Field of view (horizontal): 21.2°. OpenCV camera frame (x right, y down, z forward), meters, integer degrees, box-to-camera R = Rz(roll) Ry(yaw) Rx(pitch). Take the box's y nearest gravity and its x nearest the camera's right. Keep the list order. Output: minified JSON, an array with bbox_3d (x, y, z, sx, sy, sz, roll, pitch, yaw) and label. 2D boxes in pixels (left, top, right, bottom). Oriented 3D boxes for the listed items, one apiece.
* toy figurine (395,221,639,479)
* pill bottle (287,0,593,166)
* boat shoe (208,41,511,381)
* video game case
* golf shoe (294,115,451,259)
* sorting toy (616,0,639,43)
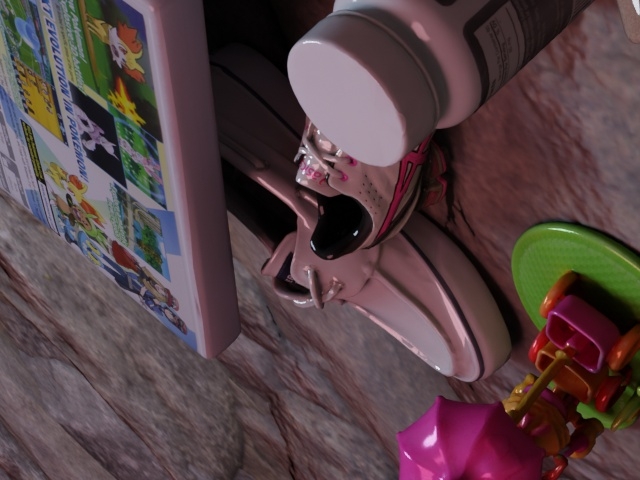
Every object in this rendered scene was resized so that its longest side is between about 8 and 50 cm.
[{"bbox_3d":[0.104,0.100,0.914,0.130,0.159,0.173,38,154,19],"label":"toy figurine"},{"bbox_3d":[0.055,-0.097,0.729,0.078,0.137,0.078,37,153,22],"label":"pill bottle"},{"bbox_3d":[0.000,0.000,1.019,0.258,0.084,0.095,44,155,7],"label":"boat shoe"},{"bbox_3d":[-0.169,-0.107,1.005,0.300,0.036,0.329,38,154,24],"label":"video game case"},{"bbox_3d":[0.025,-0.059,0.895,0.067,0.086,0.186,34,151,29],"label":"golf shoe"},{"bbox_3d":[0.139,-0.166,0.495,0.196,0.047,0.347,-18,85,58],"label":"sorting toy"}]
